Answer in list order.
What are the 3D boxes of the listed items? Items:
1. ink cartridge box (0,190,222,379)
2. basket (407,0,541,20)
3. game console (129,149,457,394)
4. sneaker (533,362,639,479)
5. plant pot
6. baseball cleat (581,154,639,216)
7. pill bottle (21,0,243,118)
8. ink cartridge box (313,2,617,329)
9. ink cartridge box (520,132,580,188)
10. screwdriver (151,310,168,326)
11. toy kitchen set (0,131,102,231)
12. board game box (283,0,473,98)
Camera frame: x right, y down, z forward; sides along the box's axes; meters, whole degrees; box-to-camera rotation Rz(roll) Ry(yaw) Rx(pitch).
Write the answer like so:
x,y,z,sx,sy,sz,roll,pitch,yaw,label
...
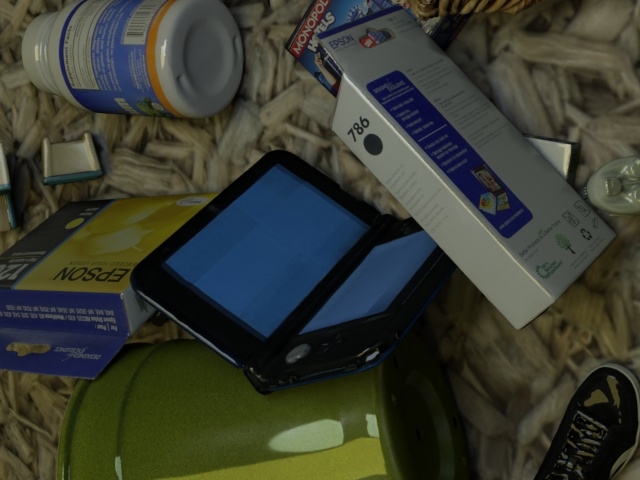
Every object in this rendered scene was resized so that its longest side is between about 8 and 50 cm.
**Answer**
x,y,z,sx,sy,sz,roll,pitch,yaw,label
-0.308,0.045,1.249,0.303,0.307,0.072,0,121,33,ink cartridge box
0.168,-0.373,0.940,0.213,0.223,0.299,111,145,-67,basket
0.000,0.000,1.009,0.250,0.293,0.173,-21,109,45,game console
0.261,0.237,1.005,0.079,0.121,0.217,25,111,27,sneaker
-0.034,0.252,1.099,0.353,0.366,0.367,-18,88,23,plant pot
0.352,-0.059,0.927,0.205,0.109,0.072,0,90,4,baseball cleat
-0.246,-0.235,1.247,0.272,0.152,0.152,7,102,33,pill bottle
0.132,-0.082,0.962,0.333,0.165,0.065,50,133,8,ink cartridge box
0.211,-0.082,1.040,0.115,0.029,0.063,15,107,32,ink cartridge box
-0.182,0.056,1.334,0.170,0.024,0.025,-50,41,27,screwdriver
-0.414,-0.081,1.443,0.207,0.166,0.122,-178,79,-71,toy kitchen set
0.053,-0.262,1.096,0.194,0.060,0.194,48,120,19,board game box
